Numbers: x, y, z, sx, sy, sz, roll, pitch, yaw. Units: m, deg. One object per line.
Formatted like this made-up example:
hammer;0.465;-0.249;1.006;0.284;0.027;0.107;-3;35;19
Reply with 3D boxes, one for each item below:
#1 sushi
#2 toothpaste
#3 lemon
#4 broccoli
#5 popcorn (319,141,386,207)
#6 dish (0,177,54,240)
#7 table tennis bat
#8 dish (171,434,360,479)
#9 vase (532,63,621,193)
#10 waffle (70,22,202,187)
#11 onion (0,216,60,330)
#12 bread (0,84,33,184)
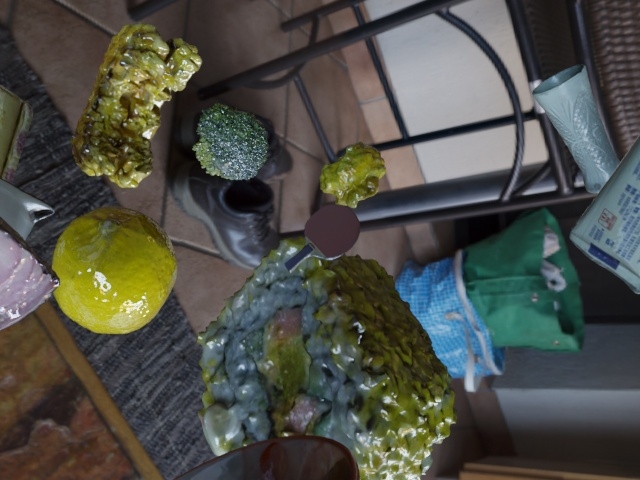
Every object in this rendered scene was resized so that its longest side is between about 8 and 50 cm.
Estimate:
sushi;-0.005;0.228;0.943;0.240;0.351;0.397;23;31;-49
toothpaste;0.260;-0.075;0.427;0.047;0.069;0.268;-57;163;-47
lemon;-0.519;0.078;1.523;0.336;0.336;0.336;16;70;-54
broccoli;-0.236;-0.261;1.633;0.226;0.176;0.198;-45;157;-81
popcorn;0.097;-0.183;1.703;0.155;0.197;0.197;49;42;-10
dish;-0.553;0.001;0.849;0.303;0.303;0.120;30;45;-50
table tennis bat;0.000;0.000;0.570;0.050;0.083;0.007;49;-6;16
dish;-0.077;0.250;0.435;0.260;0.260;0.085;-30;99;-55
vase;0.470;-0.193;1.078;0.219;0.096;0.096;57;39;-15
waffle;-0.380;-0.272;1.205;0.151;0.261;0.324;25;95;-38
onion;-0.451;0.006;0.662;0.250;0.247;0.111;54;13;-41
bread;-0.803;-0.197;1.382;0.187;0.155;0.338;60;37;-72
